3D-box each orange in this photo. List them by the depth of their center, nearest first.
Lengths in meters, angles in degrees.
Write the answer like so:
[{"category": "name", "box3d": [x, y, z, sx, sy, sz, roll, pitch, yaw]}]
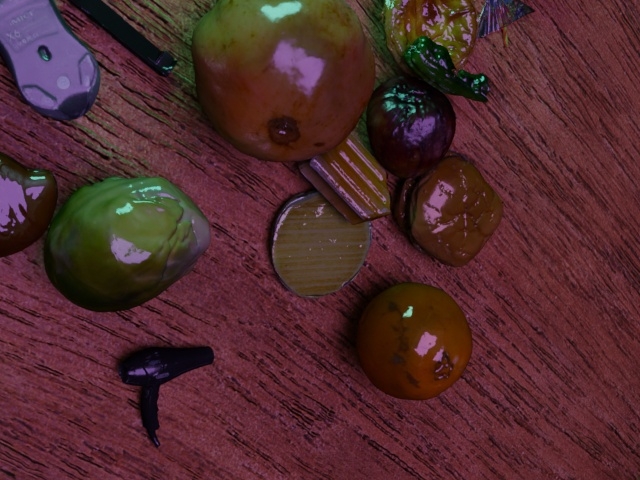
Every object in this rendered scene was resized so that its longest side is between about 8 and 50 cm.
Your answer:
[{"category": "orange", "box3d": [0.239, 0.260, 2.044, 0.312, 0.312, 0.312, -7, 104, -28]}]

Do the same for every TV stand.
[{"category": "TV stand", "box3d": [-0.419, -0.446, 1.661, 0.256, 0.040, 0.049, 38, 81, -30]}]

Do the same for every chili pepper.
[{"category": "chili pepper", "box3d": [0.316, -0.411, 1.923, 0.253, 0.083, 0.099, 23, 65, -30]}]

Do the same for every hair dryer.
[{"category": "hair dryer", "box3d": [-0.374, 0.372, 1.870, 0.236, 0.091, 0.271, -6, 116, -39]}]

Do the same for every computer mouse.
[{"category": "computer mouse", "box3d": [-0.578, -0.415, 1.555, 0.167, 0.090, 0.379, -31, 109, -20]}]

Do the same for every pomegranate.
[{"category": "pomegranate", "box3d": [-0.077, -0.368, 1.683, 0.412, 0.411, 0.411, -7, 104, -28]}]

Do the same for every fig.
[{"category": "fig", "box3d": [0.226, -0.281, 1.966, 0.224, 0.224, 0.263, -18, 108, -25]}]

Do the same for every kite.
[{"category": "kite", "box3d": [0.508, -0.624, 2.159, 0.241, 0.014, 0.183, -24, 113, -24]}]

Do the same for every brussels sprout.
[{"category": "brussels sprout", "box3d": [-0.413, 0.003, 1.646, 0.344, 0.344, 0.268, -31, 79, -20]}]

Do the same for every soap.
[{"category": "soap", "box3d": [0.078, -0.151, 1.945, 0.257, 0.080, 0.160, 46, 56, -22]}]

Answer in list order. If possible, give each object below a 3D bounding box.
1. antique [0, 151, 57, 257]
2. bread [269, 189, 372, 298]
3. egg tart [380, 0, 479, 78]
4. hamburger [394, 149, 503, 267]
[{"category": "antique", "box3d": [-0.667, -0.077, 1.553, 0.278, 0.129, 0.223, -16, 109, -26]}, {"category": "bread", "box3d": [0.002, 0.005, 1.998, 0.301, 0.045, 0.301, -7, 106, -27]}, {"category": "egg tart", "box3d": [0.267, -0.547, 1.983, 0.295, 0.116, 0.294, -7, 106, -26]}, {"category": "hamburger", "box3d": [0.349, -0.092, 2.107, 0.319, 0.158, 0.318, -8, 105, -31]}]
